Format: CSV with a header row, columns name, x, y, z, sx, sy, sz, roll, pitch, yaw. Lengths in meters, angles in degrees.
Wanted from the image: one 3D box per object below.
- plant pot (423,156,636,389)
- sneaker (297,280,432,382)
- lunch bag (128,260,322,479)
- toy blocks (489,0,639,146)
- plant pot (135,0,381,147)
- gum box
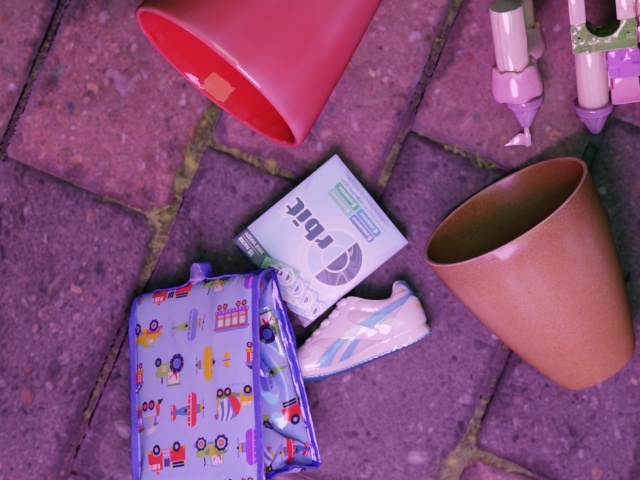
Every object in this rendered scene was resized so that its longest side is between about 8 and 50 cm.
name,x,y,z,sx,sy,sz,roll,pitch,yaw
plant pot,0.301,0.060,1.603,0.237,0.237,0.254,-34,105,2
sneaker,0.032,0.130,1.672,0.228,0.087,0.092,-21,82,-4
lunch bag,-0.145,0.173,1.620,0.221,0.138,0.293,-13,83,32
toy blocks,0.369,-0.258,1.607,0.288,0.309,0.260,-6,125,13
plant pot,-0.058,-0.294,1.575,0.275,0.275,0.243,39,82,0
gum box,0.000,0.000,1.683,0.184,0.041,0.157,-40,91,1
